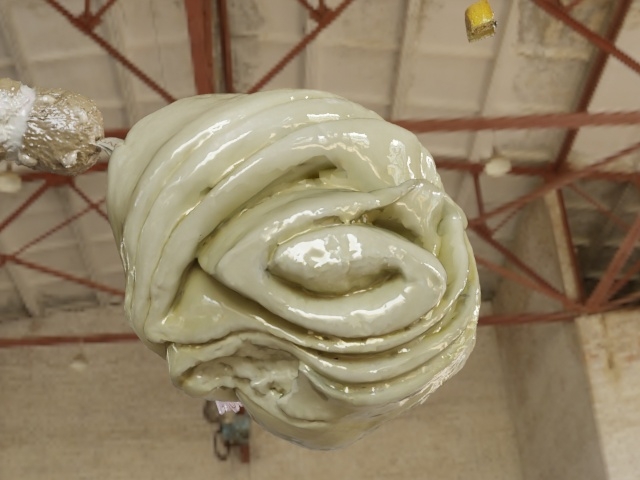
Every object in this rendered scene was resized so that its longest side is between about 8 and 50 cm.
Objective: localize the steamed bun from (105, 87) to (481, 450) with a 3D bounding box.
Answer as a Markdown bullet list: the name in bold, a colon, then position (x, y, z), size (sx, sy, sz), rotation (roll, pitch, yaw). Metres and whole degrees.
- **steamed bun**: position (-0.002, 0.001, 0.828), size (0.276, 0.289, 0.203), rotation (-21, -14, -41)

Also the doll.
- **doll**: position (-0.322, -0.133, 1.324), size (0.221, 0.105, 0.115), rotation (9, -1, -5)

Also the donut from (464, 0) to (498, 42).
- **donut**: position (0.203, -0.272, 1.379), size (0.038, 0.083, 0.067), rotation (-11, -57, 7)

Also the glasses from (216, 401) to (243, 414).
- **glasses**: position (-0.155, 0.143, 1.505), size (0.095, 0.162, 0.255), rotation (-33, -27, -37)
